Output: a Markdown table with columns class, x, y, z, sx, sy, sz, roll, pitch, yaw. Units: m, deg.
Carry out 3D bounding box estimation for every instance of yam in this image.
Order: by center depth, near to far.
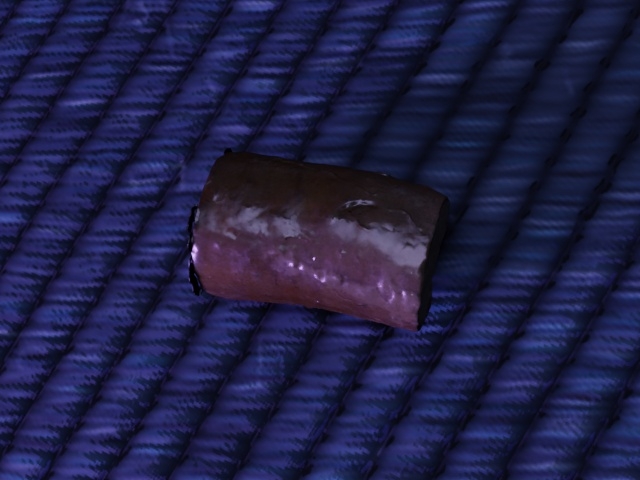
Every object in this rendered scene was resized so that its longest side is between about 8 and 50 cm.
| class | x | y | z | sx | sy | sz | roll | pitch | yaw |
| --- | --- | --- | --- | --- | --- | --- | --- | --- | --- |
| yam | 0.001 | 0.000 | 0.700 | 0.127 | 0.084 | 0.084 | 11 | 76 | 15 |
